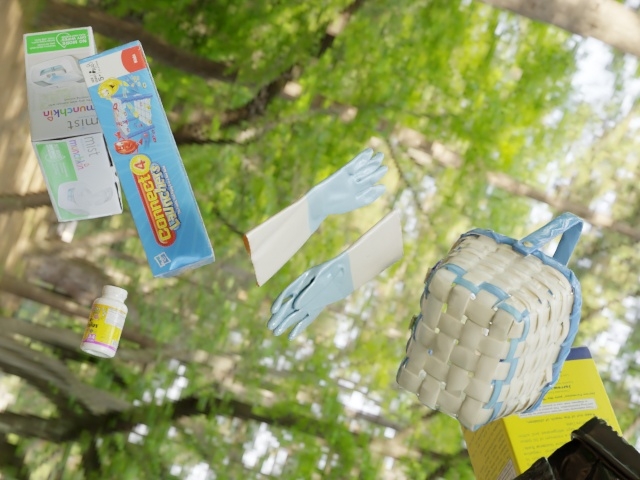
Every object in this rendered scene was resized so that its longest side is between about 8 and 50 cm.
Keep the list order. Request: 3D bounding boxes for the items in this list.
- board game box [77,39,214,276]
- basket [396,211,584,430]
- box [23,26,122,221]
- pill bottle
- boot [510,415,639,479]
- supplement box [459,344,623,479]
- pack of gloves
[{"bbox_3d":[-0.239,-0.101,1.623,0.308,0.086,0.302,149,-79,-85],"label":"board game box"},{"bbox_3d":[0.240,0.098,1.493,0.289,0.201,0.255,-15,129,-50],"label":"basket"},{"bbox_3d":[-0.429,-0.199,1.995,0.262,0.126,0.231,94,-14,-61],"label":"box"},{"bbox_3d":[-0.264,0.099,1.402,0.043,0.043,0.083,139,-34,-68],"label":"pill bottle"},{"bbox_3d":[0.279,0.357,1.192,0.260,0.131,0.348,-31,-151,-8],"label":"boot"},{"bbox_3d":[0.375,0.377,1.835,0.194,0.195,0.357,104,-23,-53],"label":"supplement box"},{"bbox_3d":[0.000,0.000,1.390,0.232,0.046,0.195,-36,137,-27],"label":"pack of gloves"}]
